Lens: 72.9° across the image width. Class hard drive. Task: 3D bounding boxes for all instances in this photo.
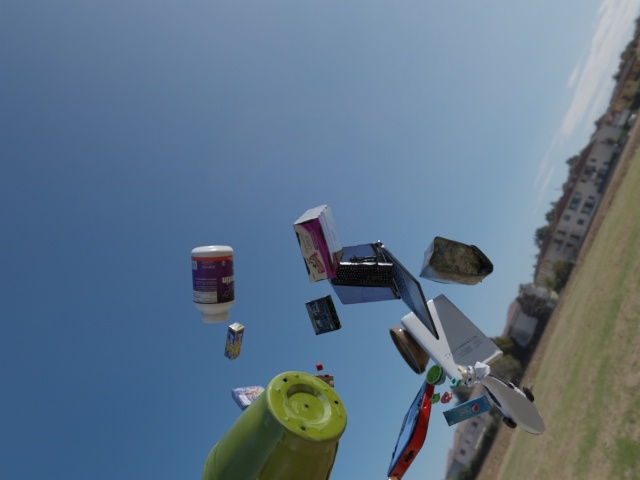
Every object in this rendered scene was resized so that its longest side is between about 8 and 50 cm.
[{"bbox_3d":[0.533,0.401,1.796,0.233,0.353,0.047,-28,-43,-13],"label":"hard drive"}]

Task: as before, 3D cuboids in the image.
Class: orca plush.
[{"bbox_3d":[0.605,0.542,1.454,0.151,0.287,0.102,-63,3,-27],"label":"orca plush"}]

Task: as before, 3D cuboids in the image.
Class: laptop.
[{"bbox_3d":[0.213,0.211,1.675,0.236,0.408,0.382,-34,-47,-4],"label":"laptop"}]

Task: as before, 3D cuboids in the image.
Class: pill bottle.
[{"bbox_3d":[-0.468,0.189,1.904,0.182,0.182,0.322,-10,-80,-58],"label":"pill bottle"}]

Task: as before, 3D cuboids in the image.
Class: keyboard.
[{"bbox_3d":[0.115,0.091,1.271,0.038,0.192,0.100,-24,-69,-68],"label":"keyboard"}]

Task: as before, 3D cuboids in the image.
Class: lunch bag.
[{"bbox_3d":[0.626,0.111,1.987,0.235,0.287,0.168,83,-156,-71],"label":"lunch bag"}]

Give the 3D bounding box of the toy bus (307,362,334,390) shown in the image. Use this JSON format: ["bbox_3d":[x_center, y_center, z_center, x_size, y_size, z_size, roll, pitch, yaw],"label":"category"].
[{"bbox_3d":[-0.026,0.754,2.237,0.191,0.202,0.104,-37,-21,-32],"label":"toy bus"}]

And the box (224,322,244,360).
[{"bbox_3d":[-0.409,0.478,2.053,0.059,0.054,0.168,-21,-52,-55],"label":"box"}]

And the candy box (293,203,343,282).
[{"bbox_3d":[0.000,0.000,1.161,0.233,0.071,0.159,-56,-50,-75],"label":"candy box"}]

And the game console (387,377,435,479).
[{"bbox_3d":[0.379,0.774,1.806,0.342,0.060,0.386,-59,-14,-51],"label":"game console"}]

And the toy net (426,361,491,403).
[{"bbox_3d":[0.413,0.428,1.329,0.232,0.045,0.122,-40,17,49],"label":"toy net"}]

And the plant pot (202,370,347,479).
[{"bbox_3d":[-0.101,0.578,1.229,0.367,0.367,0.352,-12,-47,-57],"label":"plant pot"}]

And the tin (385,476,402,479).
[{"bbox_3d":[0.310,0.999,1.697,0.190,0.040,0.106,38,-96,-22],"label":"tin"}]

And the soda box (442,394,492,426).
[{"bbox_3d":[0.665,0.768,1.959,0.210,0.067,0.071,-27,-26,11],"label":"soda box"}]

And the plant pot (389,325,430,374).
[{"bbox_3d":[0.415,0.467,1.931,0.110,0.237,0.237,-31,-37,-9],"label":"plant pot"}]

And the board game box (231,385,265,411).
[{"bbox_3d":[-0.279,0.658,1.801,0.136,0.201,0.035,3,-90,-25],"label":"board game box"}]

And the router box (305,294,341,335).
[{"bbox_3d":[0.009,0.256,1.487,0.038,0.092,0.122,-12,-97,-58],"label":"router box"}]
